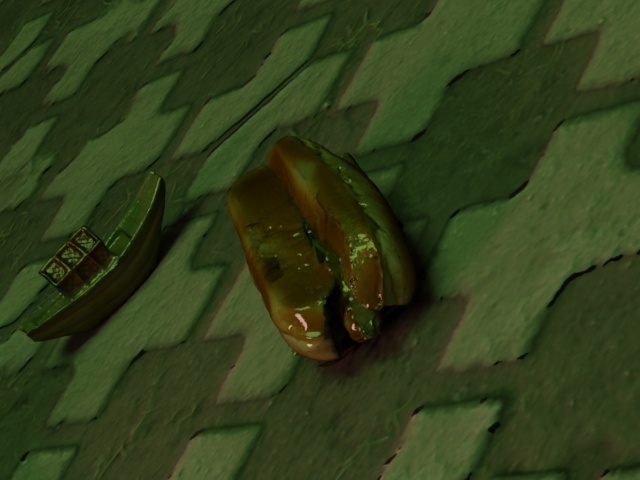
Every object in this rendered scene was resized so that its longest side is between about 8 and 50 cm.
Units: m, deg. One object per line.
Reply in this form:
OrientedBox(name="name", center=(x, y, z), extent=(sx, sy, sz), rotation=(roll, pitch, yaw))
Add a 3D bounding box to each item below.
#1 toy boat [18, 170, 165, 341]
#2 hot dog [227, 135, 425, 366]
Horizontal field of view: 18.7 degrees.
OrientedBox(name="toy boat", center=(-0.183, 0.017, 1.609), extent=(0.172, 0.066, 0.065), rotation=(-47, 21, -5))
OrientedBox(name="hot dog", center=(0.000, 0.000, 1.339), extent=(0.109, 0.072, 0.269), rotation=(-41, 26, 8))
